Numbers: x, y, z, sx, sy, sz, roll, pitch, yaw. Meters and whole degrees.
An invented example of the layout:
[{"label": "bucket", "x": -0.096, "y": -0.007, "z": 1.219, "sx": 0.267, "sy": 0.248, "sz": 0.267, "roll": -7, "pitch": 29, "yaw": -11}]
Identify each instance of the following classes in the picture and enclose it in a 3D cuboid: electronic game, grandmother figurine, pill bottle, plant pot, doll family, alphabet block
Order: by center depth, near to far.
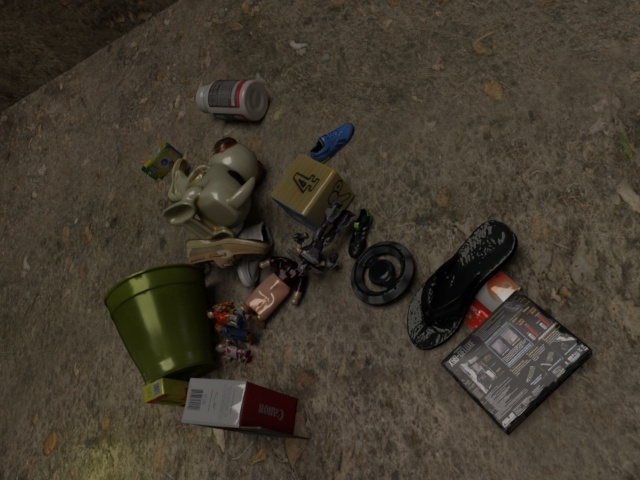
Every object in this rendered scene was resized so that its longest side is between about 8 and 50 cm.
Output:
[{"label": "electronic game", "x": 0.202, "y": 0.106, "z": 1.642, "sx": 0.229, "sy": 0.048, "sz": 0.230, "roll": -18, "pitch": 53, "yaw": 26}, {"label": "doll family", "x": -0.310, "y": 0.303, "z": 1.745, "sx": 0.163, "sy": 0.263, "sz": 0.118, "roll": 13, "pitch": 37, "yaw": 24}, {"label": "plant pot", "x": -0.541, "y": 0.324, "z": 1.772, "sx": 0.366, "sy": 0.366, "sz": 0.353, "roll": -30, "pitch": 67, "yaw": 12}, {"label": "grandmother figurine", "x": -0.136, "y": 0.140, "z": 1.783, "sx": 0.342, "sy": 0.104, "sz": 0.208, "roll": -45, "pitch": 81, "yaw": -2}, {"label": "alphabet block", "x": -0.028, "y": -0.164, "z": 1.816, "sx": 0.193, "sy": 0.192, "sz": 0.197, "roll": 32, "pitch": 82, "yaw": 34}, {"label": "pill bottle", "x": -0.411, "y": -0.640, "z": 2.268, "sx": 0.318, "sy": 0.176, "sz": 0.177, "roll": 11, "pitch": 72, "yaw": 32}]

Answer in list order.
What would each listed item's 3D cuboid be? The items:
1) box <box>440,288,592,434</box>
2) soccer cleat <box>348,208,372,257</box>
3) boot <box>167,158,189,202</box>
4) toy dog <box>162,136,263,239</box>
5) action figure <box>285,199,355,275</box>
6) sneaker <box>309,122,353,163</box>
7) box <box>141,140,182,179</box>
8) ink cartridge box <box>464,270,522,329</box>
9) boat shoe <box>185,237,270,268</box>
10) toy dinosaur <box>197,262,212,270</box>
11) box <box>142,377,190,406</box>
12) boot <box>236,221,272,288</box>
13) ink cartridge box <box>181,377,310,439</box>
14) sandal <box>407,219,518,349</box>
[{"label": "box", "x": 0.520, "y": 0.322, "z": 1.346, "sx": 0.307, "sy": 0.076, "sz": 0.242, "roll": -45, "pitch": 54, "yaw": 1}, {"label": "soccer cleat", "x": 0.130, "y": -0.027, "z": 1.733, "sx": 0.060, "sy": 0.072, "sz": 0.179, "roll": 9, "pitch": 70, "yaw": 31}, {"label": "boot", "x": -0.593, "y": -0.276, "z": 2.245, "sx": 0.165, "sy": 0.077, "sz": 0.213, "roll": -3, "pitch": 70, "yaw": 27}, {"label": "toy dog", "x": -0.383, "y": -0.224, "z": 1.959, "sx": 0.395, "sy": 0.284, "sz": 0.408, "roll": -41, "pitch": 26, "yaw": 41}, {"label": "action figure", "x": 0.000, "y": 0.000, "z": 1.701, "sx": 0.285, "sy": 0.185, "sz": 0.099, "roll": -56, "pitch": 27, "yaw": -4}, {"label": "sneaker", "x": 0.044, "y": -0.395, "z": 1.961, "sx": 0.209, "sy": 0.082, "sz": 0.069, "roll": -44, "pitch": 52, "yaw": 0}, {"label": "box", "x": -0.753, "y": -0.371, "z": 2.360, "sx": 0.179, "sy": 0.105, "sz": 0.043, "roll": -48, "pitch": 53, "yaw": 0}, {"label": "ink cartridge box", "x": 0.476, "y": 0.160, "z": 1.472, "sx": 0.179, "sy": 0.045, "sz": 0.145, "roll": -43, "pitch": 53, "yaw": -1}, {"label": "boat shoe", "x": -0.338, "y": 0.047, "z": 1.822, "sx": 0.340, "sy": 0.121, "sz": 0.110, "roll": -1, "pitch": 87, "yaw": 24}, {"label": "toy dinosaur", "x": -0.482, "y": 0.104, "z": 1.964, "sx": 0.064, "sy": 0.112, "sz": 0.212, "roll": 21, "pitch": 113, "yaw": 16}, {"label": "box", "x": -0.487, "y": 0.517, "z": 1.687, "sx": 0.087, "sy": 0.232, "sz": 0.058, "roll": -27, "pitch": 60, "yaw": 13}, {"label": "boot", "x": -0.244, "y": 0.046, "z": 1.880, "sx": 0.123, "sy": 0.095, "sz": 0.259, "roll": -25, "pitch": 55, "yaw": 24}, {"label": "ink cartridge box", "x": -0.203, "y": 0.509, "z": 1.495, "sx": 0.271, "sy": 0.309, "sz": 0.130, "roll": -5, "pitch": 64, "yaw": 25}, {"label": "sandal", "x": 0.389, "y": 0.122, "z": 1.466, "sx": 0.167, "sy": 0.107, "sz": 0.446, "roll": 41, "pitch": 101, "yaw": 38}]
